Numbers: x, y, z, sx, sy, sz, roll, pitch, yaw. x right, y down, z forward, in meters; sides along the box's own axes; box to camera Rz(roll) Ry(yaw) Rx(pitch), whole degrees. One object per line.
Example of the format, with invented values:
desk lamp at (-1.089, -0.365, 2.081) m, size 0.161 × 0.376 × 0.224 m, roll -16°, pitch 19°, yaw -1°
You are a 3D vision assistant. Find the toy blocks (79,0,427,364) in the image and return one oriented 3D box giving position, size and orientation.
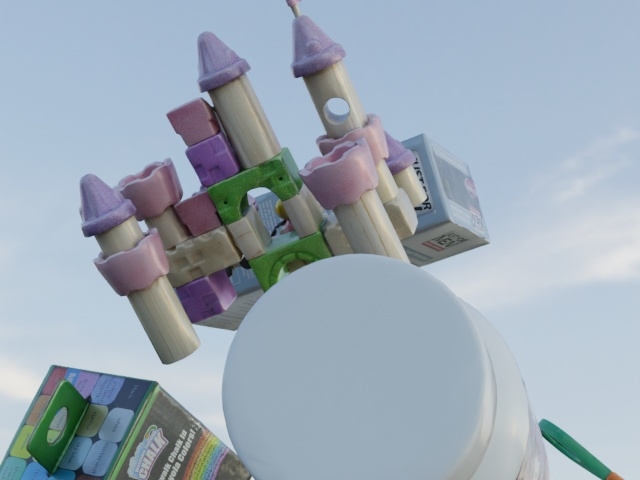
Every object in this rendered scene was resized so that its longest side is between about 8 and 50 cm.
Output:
toy blocks at (-0.070, -0.083, 1.212) m, size 0.288 × 0.260 × 0.309 m, roll -23°, pitch 13°, yaw 18°

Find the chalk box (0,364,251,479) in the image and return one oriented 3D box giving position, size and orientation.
chalk box at (-0.247, 0.265, 1.442) m, size 0.179 × 0.180 × 0.289 m, roll 3°, pitch -33°, yaw 37°

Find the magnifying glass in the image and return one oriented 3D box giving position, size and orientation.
magnifying glass at (0.428, 0.353, 1.924) m, size 0.231 × 0.026 × 0.092 m, roll 35°, pitch -10°, yaw 32°

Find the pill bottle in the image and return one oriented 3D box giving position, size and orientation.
pill bottle at (0.066, 0.163, 1.020) m, size 0.224 × 0.224 × 0.392 m, roll -1°, pitch -20°, yaw 14°

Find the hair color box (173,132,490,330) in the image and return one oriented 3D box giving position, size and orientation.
hair color box at (0.000, 0.000, 1.530) m, size 0.374 × 0.113 × 0.185 m, roll -19°, pitch -15°, yaw 19°
